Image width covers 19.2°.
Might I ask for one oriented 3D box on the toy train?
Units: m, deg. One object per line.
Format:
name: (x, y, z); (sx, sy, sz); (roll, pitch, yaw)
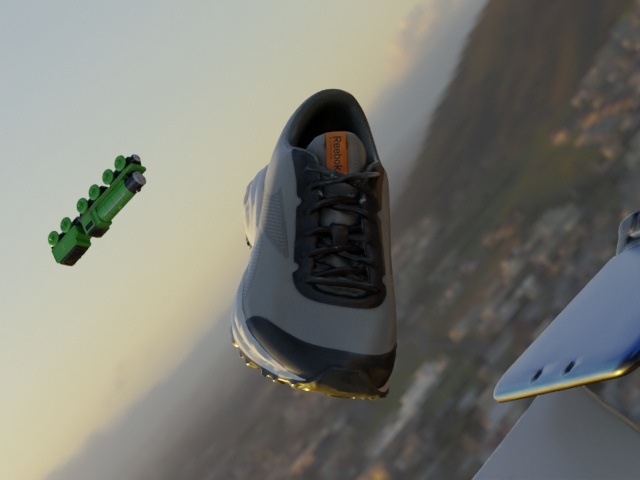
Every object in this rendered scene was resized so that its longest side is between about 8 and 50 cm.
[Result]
toy train: (-0.126, -0.016, 1.074); (0.017, 0.023, 0.083); (13, -49, -46)

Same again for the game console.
game console: (0.291, 0.051, 1.323); (0.293, 0.250, 0.173); (148, 136, -75)

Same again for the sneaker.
sneaker: (0.000, 0.000, 1.203); (0.271, 0.100, 0.108); (-98, 21, -53)

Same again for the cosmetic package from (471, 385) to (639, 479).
cosmetic package: (0.219, 0.264, 1.456); (0.224, 0.225, 0.138); (-52, -37, 2)
